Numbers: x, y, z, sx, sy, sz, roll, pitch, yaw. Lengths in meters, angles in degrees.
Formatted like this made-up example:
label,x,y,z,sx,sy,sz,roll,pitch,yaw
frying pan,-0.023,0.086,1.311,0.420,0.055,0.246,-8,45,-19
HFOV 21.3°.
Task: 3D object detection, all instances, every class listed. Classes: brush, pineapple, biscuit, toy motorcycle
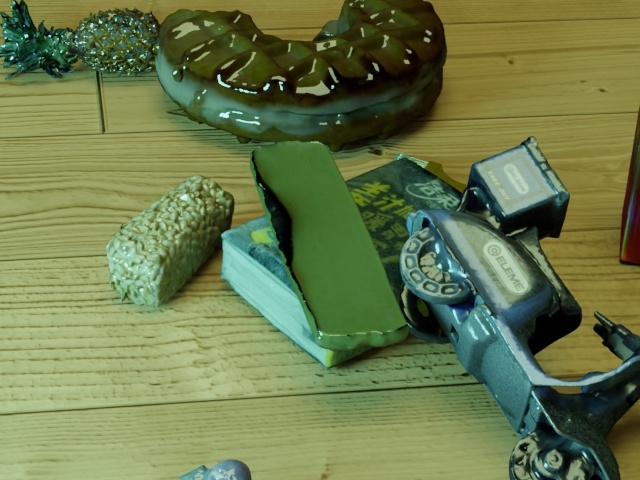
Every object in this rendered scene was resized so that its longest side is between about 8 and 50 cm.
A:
label,x,y,z,sx,sy,sz,roll,pitch,yaw
brush,0.168,-0.053,1.936,0.205,0.011,0.083,16,35,16
pineapple,-0.290,-0.252,2.114,0.221,0.103,0.083,-2,1,-6
biscuit,-0.153,-0.001,1.768,0.070,0.082,0.168,22,38,21
toy motorcycle,0.211,0.082,1.590,0.213,0.125,0.358,-23,62,-14
biscuit,0.000,0.000,1.679,0.099,0.038,0.322,-4,37,-15
biscuit,-0.005,-0.213,2.063,0.366,0.115,0.268,-18,39,-26

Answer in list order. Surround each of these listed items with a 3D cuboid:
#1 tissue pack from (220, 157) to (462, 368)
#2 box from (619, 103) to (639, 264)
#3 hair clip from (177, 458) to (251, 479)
label,x,y,z,sx,sy,sz,roll,pitch,yaw
tissue pack,0.052,0.016,1.760,0.257,0.081,0.185,-23,44,-32
box,0.359,-0.074,1.835,0.048,0.175,0.112,8,36,8
hair clip,-0.066,0.268,1.427,0.124,0.052,0.195,-26,52,-22
